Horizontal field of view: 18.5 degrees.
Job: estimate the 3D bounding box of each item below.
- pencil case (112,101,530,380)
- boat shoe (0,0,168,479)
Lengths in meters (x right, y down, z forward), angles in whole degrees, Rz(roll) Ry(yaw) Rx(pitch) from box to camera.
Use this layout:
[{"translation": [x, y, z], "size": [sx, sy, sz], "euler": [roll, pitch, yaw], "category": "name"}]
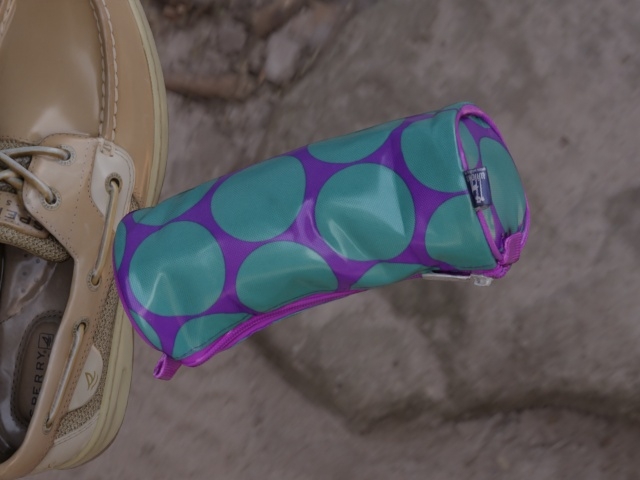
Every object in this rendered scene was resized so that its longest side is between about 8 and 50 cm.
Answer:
[{"translation": [0.000, 0.000, 0.746], "size": [0.152, 0.064, 0.070], "euler": [-17, 76, 17], "category": "pencil case"}, {"translation": [-0.172, -0.020, 1.228], "size": [0.122, 0.110, 0.341], "euler": [1, 92, 20], "category": "boat shoe"}]
